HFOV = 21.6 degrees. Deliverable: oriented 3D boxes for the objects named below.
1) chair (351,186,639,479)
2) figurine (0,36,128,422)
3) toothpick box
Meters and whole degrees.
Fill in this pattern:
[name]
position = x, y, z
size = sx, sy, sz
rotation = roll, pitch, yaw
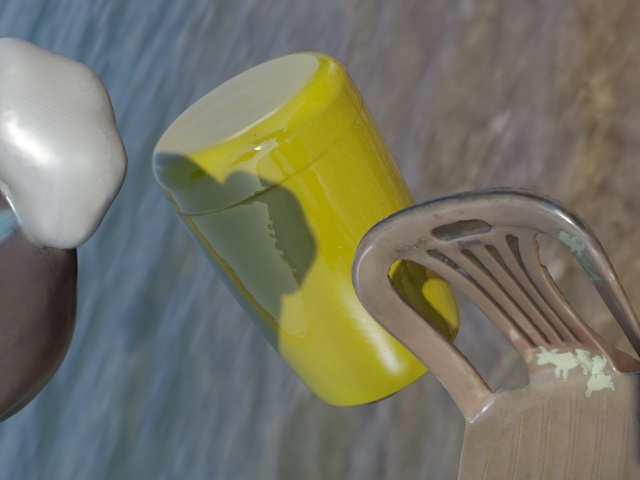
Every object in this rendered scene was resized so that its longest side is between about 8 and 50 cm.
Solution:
[chair]
position = 0.152, 0.130, 1.076
size = 0.175, 0.326, 0.183
rotation = -13, 53, 34
[figurine]
position = -0.278, 0.026, 0.738
size = 0.218, 0.365, 0.206
rotation = 44, 148, 39
[toothpick box]
position = 0.000, 0.000, 1.355
size = 0.175, 0.271, 0.175
rotation = -26, 23, 12
